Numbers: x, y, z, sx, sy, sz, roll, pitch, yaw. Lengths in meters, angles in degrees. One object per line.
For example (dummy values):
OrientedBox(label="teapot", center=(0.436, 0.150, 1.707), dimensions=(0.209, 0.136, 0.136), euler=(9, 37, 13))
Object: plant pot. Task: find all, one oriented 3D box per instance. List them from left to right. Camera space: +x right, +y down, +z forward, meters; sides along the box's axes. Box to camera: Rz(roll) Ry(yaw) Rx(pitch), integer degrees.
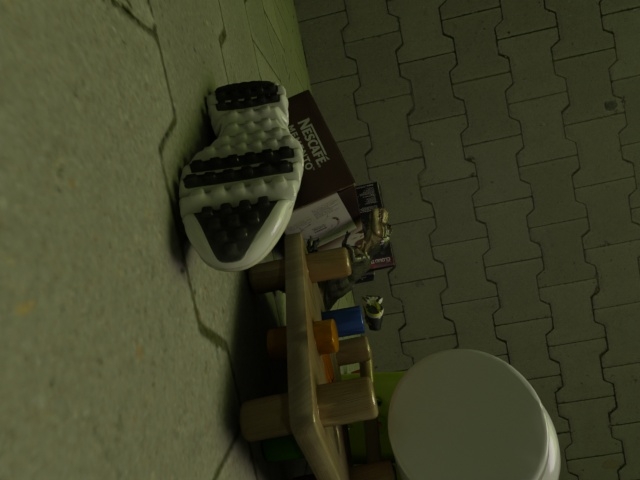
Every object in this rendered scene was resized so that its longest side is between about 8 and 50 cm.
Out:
OrientedBox(label="plant pot", center=(0.134, 0.408, 0.924), dimensions=(0.227, 0.228, 0.207), euler=(71, 15, -54))

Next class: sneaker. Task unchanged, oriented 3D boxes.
OrientedBox(label="sneaker", center=(-0.069, -0.063, 0.458), dimensions=(0.292, 0.110, 0.118), euler=(-93, 179, -51))
OrientedBox(label="sneaker", center=(0.073, 0.102, 0.633), dimensions=(0.083, 0.031, 0.035), euler=(-61, 152, -78))

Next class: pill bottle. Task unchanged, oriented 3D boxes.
OrientedBox(label="pill bottle", center=(0.217, 0.296, 0.621), dimensions=(0.361, 0.204, 0.204), euler=(58, 20, -49))

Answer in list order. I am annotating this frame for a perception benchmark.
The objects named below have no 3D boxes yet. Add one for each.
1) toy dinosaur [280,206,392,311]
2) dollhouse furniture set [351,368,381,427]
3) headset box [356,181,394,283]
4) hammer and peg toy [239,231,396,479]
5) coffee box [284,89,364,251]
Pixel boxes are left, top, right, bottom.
OrientedBox(label="toy dinosaur", center=(0.003, 0.056, 0.652), dimensions=(0.118, 0.268, 0.064), euler=(29, 13, -32))
OrientedBox(label="dollhouse furniture set", center=(0.144, 0.539, 1.311), dimensions=(0.374, 0.152, 0.201), euler=(-122, -167, -53))
OrientedBox(label="headset box", center=(0.101, -0.012, 1.384), dimensions=(0.110, 0.218, 0.293), euler=(42, 37, -80))
OrientedBox(label="hammer and peg toy", center=(0.009, 0.196, 0.566), dimensions=(0.266, 0.127, 0.361), euler=(-97, 173, -49))
OrientedBox(label="coffee box", center=(-0.015, -0.074, 0.724), dimensions=(0.297, 0.119, 0.168), euler=(63, 4, -71))
